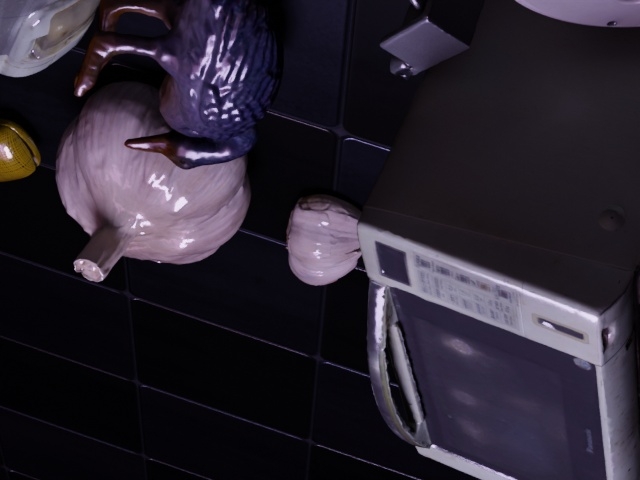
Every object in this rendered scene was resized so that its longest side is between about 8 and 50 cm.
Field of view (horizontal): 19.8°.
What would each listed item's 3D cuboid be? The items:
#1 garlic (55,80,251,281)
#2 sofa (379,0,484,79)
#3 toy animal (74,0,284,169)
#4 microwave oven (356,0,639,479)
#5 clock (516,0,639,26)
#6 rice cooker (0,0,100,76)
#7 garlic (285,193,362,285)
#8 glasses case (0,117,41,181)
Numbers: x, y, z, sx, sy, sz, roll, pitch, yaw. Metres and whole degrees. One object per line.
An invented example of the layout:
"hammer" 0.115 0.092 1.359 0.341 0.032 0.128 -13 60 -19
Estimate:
"garlic" -0.188 -0.034 1.863 0.218 0.212 0.218 18 145 13
"sofa" 0.088 -0.208 1.446 0.060 0.147 0.085 32 149 -24
"toy animal" -0.116 -0.171 1.664 0.185 0.122 0.298 19 134 -11
"microwave oven" 0.213 0.019 1.550 0.247 0.333 0.394 15 151 20
"clock" 0.230 -0.236 1.300 0.230 0.083 0.230 -3 156 -1
"rice cooker" -0.282 -0.286 1.438 0.288 0.288 0.277 27 149 -8
"garlic" 0.002 0.003 1.934 0.094 0.074 0.113 23 137 19
"glasses case" -0.415 -0.102 2.054 0.234 0.064 0.079 3 138 32
